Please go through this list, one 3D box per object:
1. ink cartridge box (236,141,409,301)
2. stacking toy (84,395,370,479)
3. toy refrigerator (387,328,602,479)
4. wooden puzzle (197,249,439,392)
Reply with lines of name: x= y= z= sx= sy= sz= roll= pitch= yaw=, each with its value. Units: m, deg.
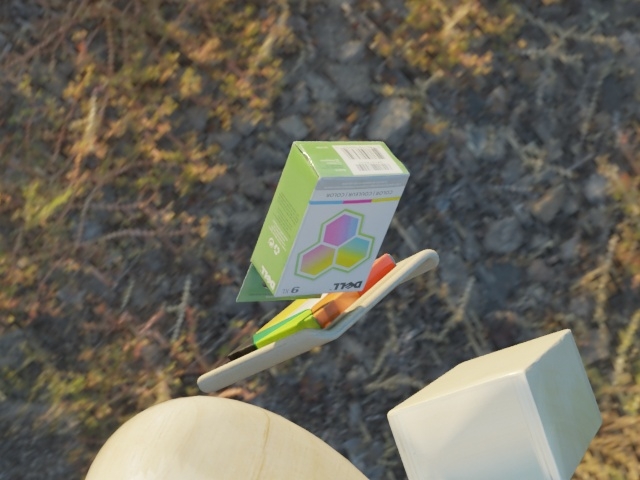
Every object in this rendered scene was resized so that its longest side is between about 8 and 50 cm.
ink cartridge box: x=0.000 y=0.000 z=1.453 sx=0.109 sy=0.209 sz=0.062 roll=-3 pitch=40 yaw=-33
stacking toy: x=-0.105 y=0.202 z=0.478 sx=0.141 sy=0.330 sz=0.141 roll=36 pitch=25 yaw=-20
toy refrigerator: x=0.141 y=0.138 z=1.085 sx=0.269 sy=0.102 sz=0.094 roll=-7 pitch=78 yaw=-74
wooden puzzle: x=-0.005 y=0.085 z=1.629 sx=0.239 sy=0.221 sz=0.044 roll=-31 pitch=92 yaw=-46
